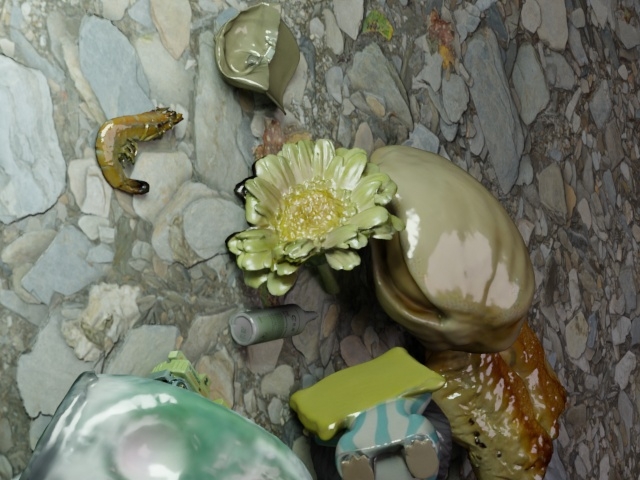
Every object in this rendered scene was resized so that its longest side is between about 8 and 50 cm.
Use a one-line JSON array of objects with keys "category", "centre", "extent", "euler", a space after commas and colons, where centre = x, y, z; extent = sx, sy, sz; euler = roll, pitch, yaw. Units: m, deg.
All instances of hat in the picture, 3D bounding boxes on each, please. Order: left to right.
[{"category": "hat", "centre": [-0.112, -0.297, 1.782], "extent": [0.173, 0.144, 0.166], "euler": [108, -7, -67]}]

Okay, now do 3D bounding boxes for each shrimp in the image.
[{"category": "shrimp", "centre": [-0.262, -0.135, 1.580], "extent": [0.178, 0.034, 0.124], "euler": [-23, 106, -49]}]

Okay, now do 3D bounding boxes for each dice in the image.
[{"category": "dice", "centre": [-0.224, 0.374, 1.248], "extent": [0.348, 0.330, 0.328], "euler": [31, 57, -13]}]

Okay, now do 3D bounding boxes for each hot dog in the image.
[{"category": "hot dog", "centre": [0.344, 0.291, 2.173], "extent": [0.365, 0.196, 0.367], "euler": [61, 37, -26]}]

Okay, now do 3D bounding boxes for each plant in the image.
[{"category": "plant", "centre": [-0.020, -0.041, 1.794], "extent": [0.306, 0.297, 0.261], "euler": [-28, 83, -7]}]

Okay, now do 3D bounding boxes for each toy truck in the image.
[{"category": "toy truck", "centre": [-0.194, 0.245, 1.584], "extent": [0.169, 0.077, 0.100], "euler": [55, 33, -27]}]

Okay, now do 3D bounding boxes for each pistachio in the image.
[{"category": "pistachio", "centre": [0.220, 0.021, 1.962], "extent": [0.445, 0.281, 0.365], "euler": [51, 35, 4]}]

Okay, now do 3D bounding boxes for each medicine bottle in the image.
[{"category": "medicine bottle", "centre": [-0.066, 0.138, 1.771], "extent": [0.199, 0.057, 0.058], "euler": [-5, 89, -52]}]

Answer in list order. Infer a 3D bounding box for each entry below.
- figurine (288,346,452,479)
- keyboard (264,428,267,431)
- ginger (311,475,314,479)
[{"category": "figurine", "centre": [0.129, 0.420, 1.756], "extent": [0.361, 0.266, 0.378], "euler": [-104, 176, -72]}, {"category": "keyboard", "centre": [-0.073, 0.417, 1.761], "extent": [0.061, 0.013, 0.204], "euler": [-42, 117, -47]}, {"category": "ginger", "centre": [-0.027, 0.467, 1.767], "extent": [0.044, 0.057, 0.137], "euler": [-3, 93, -7]}]
